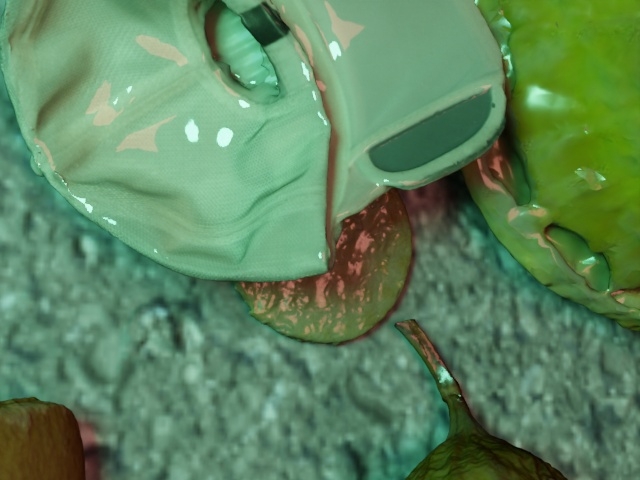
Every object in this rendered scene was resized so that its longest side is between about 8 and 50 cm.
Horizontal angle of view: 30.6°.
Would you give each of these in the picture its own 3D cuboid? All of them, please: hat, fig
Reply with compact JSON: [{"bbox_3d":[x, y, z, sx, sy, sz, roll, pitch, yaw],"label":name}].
[{"bbox_3d":[-0.029,-0.106,0.603,0.226,0.164,0.219,-39,107,-45],"label":"hat"},{"bbox_3d":[0.079,0.145,0.640,0.134,0.146,0.201,21,37,-26],"label":"fig"}]

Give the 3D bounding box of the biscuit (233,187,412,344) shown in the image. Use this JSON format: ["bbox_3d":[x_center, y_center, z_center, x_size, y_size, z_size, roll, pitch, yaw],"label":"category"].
[{"bbox_3d":[0.000,0.000,0.655,0.120,0.015,0.120,3,84,-25],"label":"biscuit"}]

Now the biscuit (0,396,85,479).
[{"bbox_3d":[-0.150,0.165,0.488,0.036,0.186,0.192,-2,85,18],"label":"biscuit"}]

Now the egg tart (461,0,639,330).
[{"bbox_3d":[0.251,-0.124,0.713,0.388,0.169,0.387,1,88,-23],"label":"egg tart"}]
